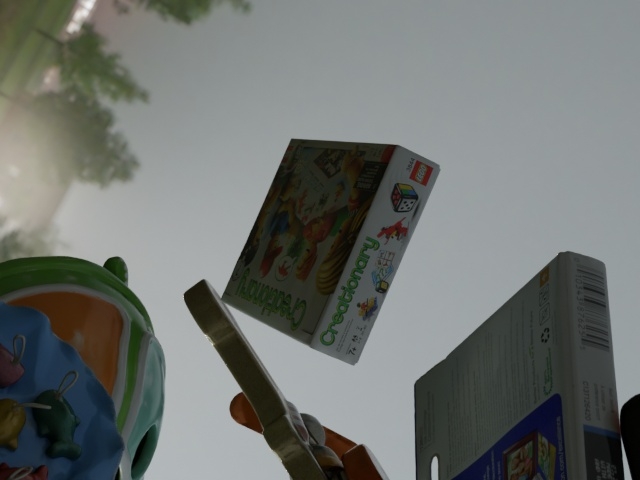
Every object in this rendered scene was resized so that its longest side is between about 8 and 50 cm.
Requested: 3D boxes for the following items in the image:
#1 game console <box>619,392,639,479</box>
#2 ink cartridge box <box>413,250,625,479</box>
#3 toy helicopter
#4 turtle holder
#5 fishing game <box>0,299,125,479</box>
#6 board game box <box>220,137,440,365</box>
[{"bbox_3d":[0.474,0.255,1.136,0.060,0.386,0.342,29,48,-68],"label":"game console"},{"bbox_3d":[0.191,0.215,1.361,0.307,0.072,0.304,126,-28,-52],"label":"ink cartridge box"},{"bbox_3d":[-0.047,0.199,1.587,0.140,0.355,0.235,-33,175,3],"label":"toy helicopter"},{"bbox_3d":[-0.276,0.181,1.299,0.320,0.243,0.227,-55,-143,21],"label":"turtle holder"},{"bbox_3d":[-0.194,0.096,0.778,0.041,0.264,0.189,-46,170,36],"label":"fishing game"},{"bbox_3d":[0.000,0.000,1.312,0.193,0.053,0.305,-67,-161,-3],"label":"board game box"}]
